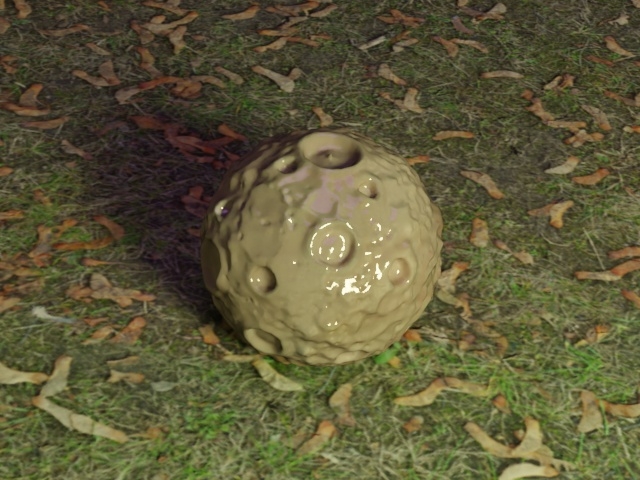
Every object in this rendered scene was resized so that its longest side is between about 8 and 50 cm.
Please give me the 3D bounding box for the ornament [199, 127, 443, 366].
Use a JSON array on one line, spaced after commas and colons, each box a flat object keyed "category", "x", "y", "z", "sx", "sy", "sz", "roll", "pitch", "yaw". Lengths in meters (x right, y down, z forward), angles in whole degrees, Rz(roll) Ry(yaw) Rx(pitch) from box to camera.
[{"category": "ornament", "x": 0.000, "y": 0.000, "z": 1.460, "sx": 0.259, "sy": 0.225, "sz": 0.259, "roll": 5, "pitch": 36, "yaw": -4}]
